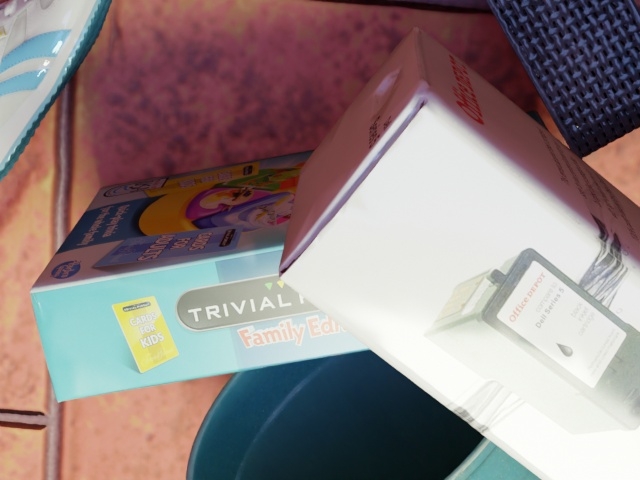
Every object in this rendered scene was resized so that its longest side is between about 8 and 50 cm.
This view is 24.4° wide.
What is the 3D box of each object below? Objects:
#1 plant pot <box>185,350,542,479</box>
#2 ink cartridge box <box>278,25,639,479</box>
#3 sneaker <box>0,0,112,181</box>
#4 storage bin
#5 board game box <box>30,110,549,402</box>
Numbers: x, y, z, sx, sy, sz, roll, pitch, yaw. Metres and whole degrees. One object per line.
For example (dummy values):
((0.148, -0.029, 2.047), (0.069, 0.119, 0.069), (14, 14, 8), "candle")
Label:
((0.087, 0.195, 1.062), (0.272, 0.271, 0.255), (-31, 119, 10), "plant pot")
((0.120, 0.028, 0.764), (0.273, 0.198, 0.115), (38, 104, -9), "ink cartridge box")
((-0.222, -0.132, 1.048), (0.092, 0.087, 0.228), (36, 102, -7), "sneaker")
((0.164, -0.158, 1.010), (0.084, 0.122, 0.180), (-30, 104, 10), "storage bin")
((0.000, 0.000, 0.994), (0.336, 0.254, 0.079), (-10, 106, 4), "board game box")
